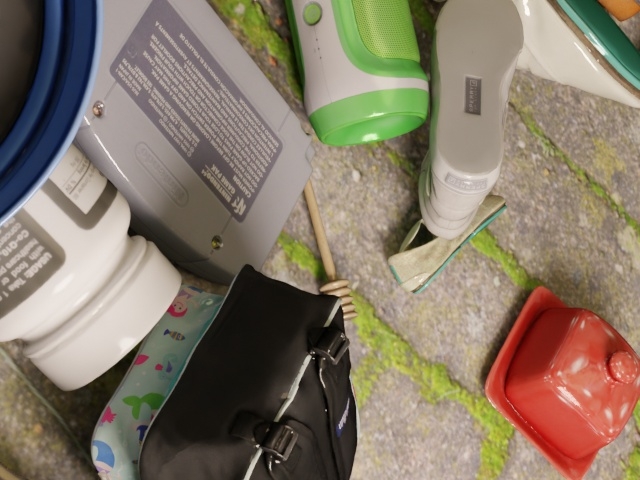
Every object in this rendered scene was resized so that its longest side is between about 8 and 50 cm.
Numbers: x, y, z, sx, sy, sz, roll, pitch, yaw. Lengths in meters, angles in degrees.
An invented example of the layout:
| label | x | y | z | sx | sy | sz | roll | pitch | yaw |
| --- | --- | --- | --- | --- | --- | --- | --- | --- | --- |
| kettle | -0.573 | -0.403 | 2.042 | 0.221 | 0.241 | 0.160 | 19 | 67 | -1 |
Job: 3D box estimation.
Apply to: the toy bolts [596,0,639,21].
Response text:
| label | x | y | z | sx | sy | sz | roll | pitch | yaw |
| --- | --- | --- | --- | --- | --- | --- | --- | --- | --- |
| toy bolts | 0.373 | -0.270 | 1.866 | 0.228 | 0.158 | 0.218 | 40 | 15 | -8 |

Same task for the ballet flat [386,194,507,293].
| label | x | y | z | sx | sy | sz | roll | pitch | yaw |
| --- | --- | --- | --- | --- | --- | --- | --- | --- | --- |
| ballet flat | 0.128 | -0.011 | 1.622 | 0.052 | 0.057 | 0.168 | 49 | 52 | -2 |

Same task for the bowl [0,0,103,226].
| label | x | y | z | sx | sy | sz | roll | pitch | yaw |
| --- | --- | --- | --- | --- | --- | --- | --- | --- | --- |
| bowl | -0.348 | -0.159 | 1.098 | 0.391 | 0.077 | 0.391 | -3 | 99 | -19 |

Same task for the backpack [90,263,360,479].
| label | x | y | z | sx | sy | sz | roll | pitch | yaw |
| --- | --- | --- | --- | --- | --- | --- | --- | --- | --- |
| backpack | -0.064 | 0.170 | 1.323 | 0.225 | 0.191 | 0.253 | -63 | 153 | -31 |

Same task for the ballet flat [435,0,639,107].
| label | x | y | z | sx | sy | sz | roll | pitch | yaw |
| --- | --- | --- | --- | --- | --- | --- | --- | --- | --- |
| ballet flat | 0.189 | -0.273 | 1.707 | 0.400 | 0.139 | 0.139 | 47 | 54 | -16 |

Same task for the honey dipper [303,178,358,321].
| label | x | y | z | sx | sy | sz | roll | pitch | yaw |
| --- | --- | --- | --- | --- | --- | --- | --- | --- | --- |
| honey dipper | 0.000 | 0.000 | 1.542 | 0.030 | 0.030 | 0.161 | -9 | 78 | -38 |

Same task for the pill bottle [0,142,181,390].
| label | x | y | z | sx | sy | sz | roll | pitch | yaw |
| --- | --- | --- | --- | --- | --- | --- | --- | --- | --- |
| pill bottle | -0.255 | -0.023 | 1.273 | 0.283 | 0.161 | 0.161 | 47 | 54 | -15 |

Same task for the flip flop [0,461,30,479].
| label | x | y | z | sx | sy | sz | roll | pitch | yaw |
| --- | --- | --- | --- | --- | --- | --- | --- | --- | --- |
| flip flop | -0.239 | 0.226 | 1.242 | 0.277 | 0.112 | 0.080 | 35 | 60 | -19 |

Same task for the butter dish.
| label | x | y | z | sx | sy | sz | roll | pitch | yaw |
| --- | --- | --- | --- | --- | --- | --- | --- | --- | --- |
| butter dish | 0.272 | 0.138 | 1.639 | 0.160 | 0.118 | 0.160 | 45 | 54 | -17 |

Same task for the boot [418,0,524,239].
| label | x | y | z | sx | sy | sz | roll | pitch | yaw |
| --- | --- | --- | --- | --- | --- | --- | --- | --- | --- |
| boot | 0.139 | -0.128 | 1.614 | 0.095 | 0.123 | 0.258 | 15 | 55 | -3 |

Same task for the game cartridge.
| label | x | y | z | sx | sy | sz | roll | pitch | yaw |
| --- | --- | --- | --- | --- | --- | --- | --- | --- | --- |
| game cartridge | -0.126 | -0.103 | 1.418 | 0.294 | 0.060 | 0.196 | 51 | 48 | -34 |

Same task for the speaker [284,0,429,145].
| label | x | y | z | sx | sy | sz | roll | pitch | yaw |
| --- | --- | --- | --- | --- | --- | --- | --- | --- | --- |
| speaker | 0.022 | -0.248 | 1.572 | 0.131 | 0.131 | 0.296 | -5 | 79 | -37 |
